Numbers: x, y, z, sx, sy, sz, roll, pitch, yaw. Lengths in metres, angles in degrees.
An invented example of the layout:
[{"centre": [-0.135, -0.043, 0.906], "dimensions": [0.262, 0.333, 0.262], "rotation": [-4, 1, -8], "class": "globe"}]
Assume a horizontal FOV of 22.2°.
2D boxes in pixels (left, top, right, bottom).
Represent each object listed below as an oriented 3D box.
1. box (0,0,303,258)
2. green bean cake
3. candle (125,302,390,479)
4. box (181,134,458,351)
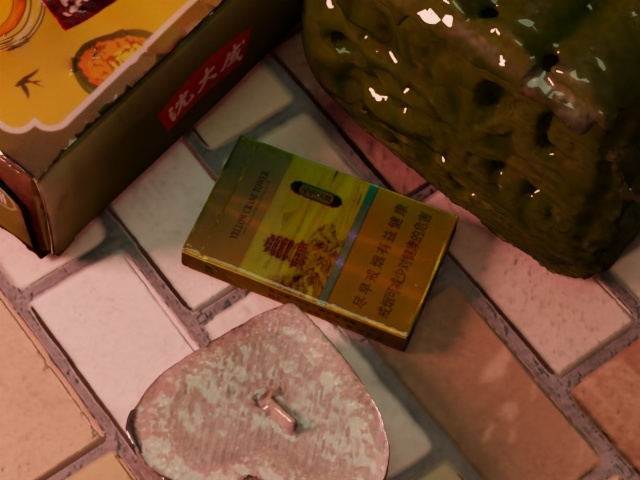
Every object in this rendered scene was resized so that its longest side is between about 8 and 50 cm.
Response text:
[{"centre": [-0.254, -0.245, 1.366], "dimensions": [0.420, 0.138, 0.373], "rotation": [36, 65, 16], "class": "box"}, {"centre": [0.147, -0.145, 1.237], "dimensions": [0.335, 0.319, 0.218], "rotation": [40, 69, 21], "class": "green bean cake"}, {"centre": [-0.039, 0.128, 1.205], "dimensions": [0.192, 0.068, 0.168], "rotation": [12, 58, 3], "class": "candle"}, {"centre": [0.000, 0.000, 1.306], "dimensions": [0.193, 0.030, 0.121], "rotation": [21, 62, 8], "class": "box"}]
